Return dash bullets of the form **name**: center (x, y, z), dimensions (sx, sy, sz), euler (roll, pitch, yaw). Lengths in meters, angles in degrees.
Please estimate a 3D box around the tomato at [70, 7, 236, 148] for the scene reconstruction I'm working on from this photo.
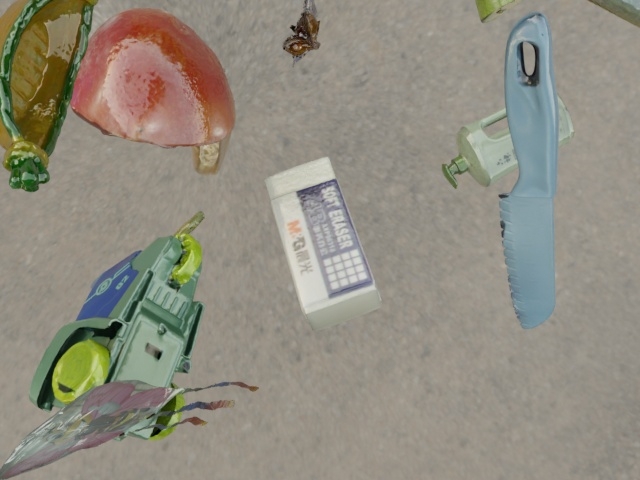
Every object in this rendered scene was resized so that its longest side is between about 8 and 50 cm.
- **tomato**: center (-0.270, -0.280, 1.231), dimensions (0.309, 0.309, 0.170), euler (9, 116, -9)

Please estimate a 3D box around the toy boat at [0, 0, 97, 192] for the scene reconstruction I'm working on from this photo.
- **toy boat**: center (-0.245, -0.147, 0.679), dimensions (0.088, 0.089, 0.230), euler (4, 70, 24)

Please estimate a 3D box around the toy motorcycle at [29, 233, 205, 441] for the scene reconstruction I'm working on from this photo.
- **toy motorcycle**: center (-0.303, 0.138, 1.201), dimensions (0.191, 0.200, 0.326), euler (42, 56, -43)

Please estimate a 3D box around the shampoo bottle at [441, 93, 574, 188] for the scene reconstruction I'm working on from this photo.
- **shampoo bottle**: center (0.318, -0.172, 1.341), dimensions (0.234, 0.087, 0.118), euler (-29, 97, -5)

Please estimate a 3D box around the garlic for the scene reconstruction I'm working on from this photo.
- **garlic**: center (-0.270, -0.266, 1.822), dimensions (0.110, 0.228, 0.217), euler (8, 120, 2)

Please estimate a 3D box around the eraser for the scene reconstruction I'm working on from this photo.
- **eraser**: center (0.000, 0.000, 1.261), dimensions (0.124, 0.081, 0.279), euler (-20, 57, 2)

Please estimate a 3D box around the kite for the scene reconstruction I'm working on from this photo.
- **kite**: center (-0.230, 0.227, 0.975), dimensions (0.204, 0.360, 0.022), euler (-40, 66, 19)

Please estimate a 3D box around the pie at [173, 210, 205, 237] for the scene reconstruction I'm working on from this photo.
- **pie**: center (-0.250, -0.023, 1.435), dimensions (0.084, 0.084, 0.020), euler (-43, 100, 1)

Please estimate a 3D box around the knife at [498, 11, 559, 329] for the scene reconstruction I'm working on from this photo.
- **knife**: center (0.154, -0.027, 0.563), dimensions (0.044, 0.019, 0.313), euler (0, 137, 19)

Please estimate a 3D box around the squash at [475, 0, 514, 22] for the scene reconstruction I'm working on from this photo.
- **squash**: center (0.453, -0.629, 1.896), dimensions (0.170, 0.170, 0.123), euler (-30, 101, -2)

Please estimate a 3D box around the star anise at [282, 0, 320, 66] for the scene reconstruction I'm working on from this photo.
- **star anise**: center (-0.031, -0.496, 1.785), dimensions (0.053, 0.212, 0.157), euler (22, 126, 13)

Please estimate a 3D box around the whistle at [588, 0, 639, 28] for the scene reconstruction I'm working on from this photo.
- **whistle**: center (0.347, -0.322, 0.949), dimensions (0.326, 0.068, 0.057), euler (28, 134, -1)
